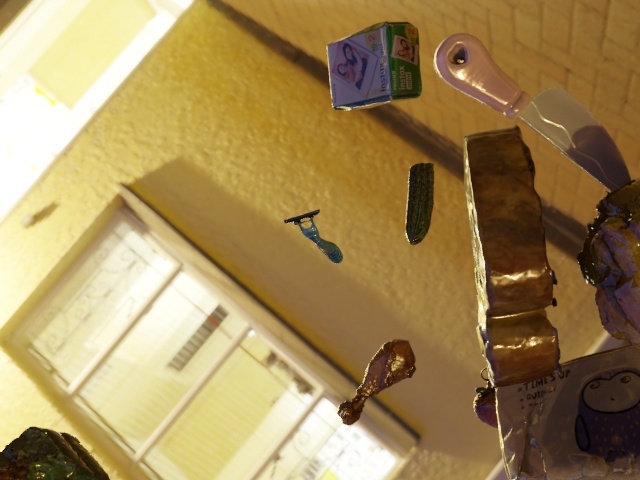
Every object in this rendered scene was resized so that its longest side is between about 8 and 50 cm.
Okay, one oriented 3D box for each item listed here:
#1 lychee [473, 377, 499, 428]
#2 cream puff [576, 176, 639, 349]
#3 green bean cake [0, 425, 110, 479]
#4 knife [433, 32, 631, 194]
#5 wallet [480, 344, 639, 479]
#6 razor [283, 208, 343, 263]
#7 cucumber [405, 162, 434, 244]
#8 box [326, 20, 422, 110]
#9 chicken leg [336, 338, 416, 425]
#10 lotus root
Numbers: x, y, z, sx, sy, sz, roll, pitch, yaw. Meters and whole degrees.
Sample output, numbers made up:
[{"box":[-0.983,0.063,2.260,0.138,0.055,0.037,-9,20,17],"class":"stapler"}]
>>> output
[{"box":[0.388,0.345,1.804,0.114,0.101,0.140,-19,86,43],"class":"lychee"},{"box":[0.430,0.020,1.021,0.196,0.244,0.244,-6,-148,-43],"class":"cream puff"},{"box":[-0.547,0.469,1.409,0.169,0.300,0.308,33,174,32],"class":"green bean cake"},{"box":[0.299,-0.173,1.118,0.336,0.081,0.043,32,-172,-10],"class":"knife"},{"box":[0.417,0.281,1.315,0.068,0.335,0.275,45,-143,-35],"class":"wallet"},{"box":[0.000,0.000,1.861,0.253,0.082,0.042,48,-151,-62],"class":"razor"},{"box":[0.278,-0.106,2.291,0.077,0.265,0.077,4,159,2],"class":"cucumber"},{"box":[0.125,-0.404,1.937,0.103,0.180,0.250,-8,-176,-34],"class":"box"},{"box":[0.131,0.337,1.970,0.107,0.251,0.087,44,178,-28],"class":"chicken leg"},{"box":[0.277,0.018,1.256,0.375,0.111,0.390,-78,-21,-64],"class":"lotus root"}]
